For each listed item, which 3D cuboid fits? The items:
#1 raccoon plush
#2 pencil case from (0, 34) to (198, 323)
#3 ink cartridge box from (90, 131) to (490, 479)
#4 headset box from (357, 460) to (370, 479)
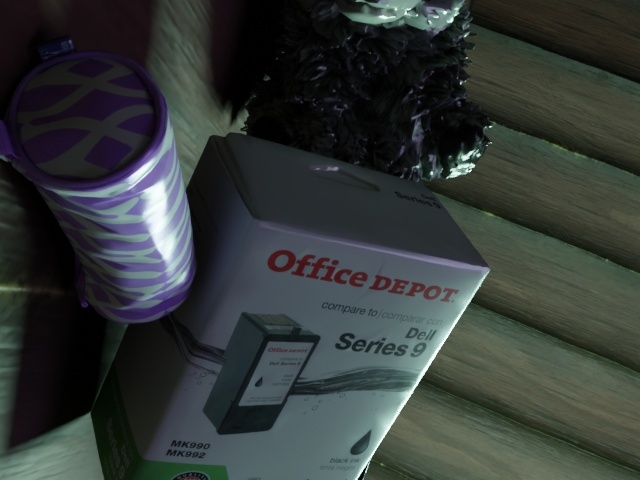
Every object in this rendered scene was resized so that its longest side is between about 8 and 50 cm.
[{"bbox_3d":[0.024,-0.243,0.788,0.446,0.216,0.299,-118,-151,-62],"label":"raccoon plush"},{"bbox_3d":[-0.121,-0.019,0.485,0.088,0.086,0.206,-26,156,-14],"label":"pencil case"},{"bbox_3d":[-0.034,0.083,0.671,0.289,0.211,0.121,-63,-146,26],"label":"ink cartridge box"},{"bbox_3d":[-0.050,0.212,0.994,0.131,0.246,0.283,96,18,-63],"label":"headset box"}]
